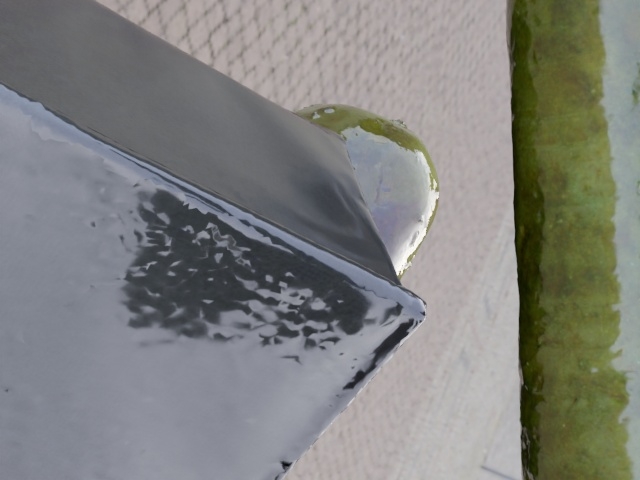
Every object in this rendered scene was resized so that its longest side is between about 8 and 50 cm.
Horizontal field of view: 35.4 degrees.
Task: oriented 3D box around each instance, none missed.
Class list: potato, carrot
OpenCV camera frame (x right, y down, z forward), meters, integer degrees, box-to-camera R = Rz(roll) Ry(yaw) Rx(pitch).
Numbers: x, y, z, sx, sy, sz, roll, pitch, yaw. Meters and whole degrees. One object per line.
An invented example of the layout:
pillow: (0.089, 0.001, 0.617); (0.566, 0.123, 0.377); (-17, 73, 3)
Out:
potato: (0.000, 0.000, 1.037); (0.210, 0.173, 0.307); (27, 81, -28)
carrot: (0.099, -0.029, 0.361); (0.074, 0.074, 0.358); (-11, 96, -68)

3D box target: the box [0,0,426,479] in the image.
box: (-0.166, 0.004, 0.559); (0.251, 0.345, 0.204); (-52, -154, 20)
